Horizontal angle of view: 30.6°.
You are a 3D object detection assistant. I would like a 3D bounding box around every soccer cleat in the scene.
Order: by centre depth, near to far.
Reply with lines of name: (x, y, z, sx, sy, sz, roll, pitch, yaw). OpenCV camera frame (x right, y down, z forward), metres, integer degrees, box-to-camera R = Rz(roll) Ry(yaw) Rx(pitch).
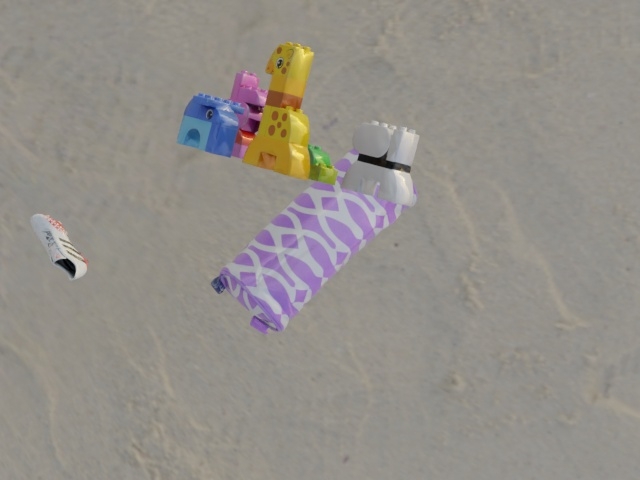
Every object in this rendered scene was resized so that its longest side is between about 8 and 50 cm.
soccer cleat: (-0.281, 0.007, 1.248, 0.029, 0.035, 0.083, -32, 103, 23)

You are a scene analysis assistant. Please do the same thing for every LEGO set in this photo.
LEGO set: (-0.028, -0.099, 0.879, 0.087, 0.227, 0.093, 10, 97, -45)

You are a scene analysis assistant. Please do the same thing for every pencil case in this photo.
pencil case: (0.000, 0.000, 1.099, 0.206, 0.086, 0.088, -43, 140, -12)
